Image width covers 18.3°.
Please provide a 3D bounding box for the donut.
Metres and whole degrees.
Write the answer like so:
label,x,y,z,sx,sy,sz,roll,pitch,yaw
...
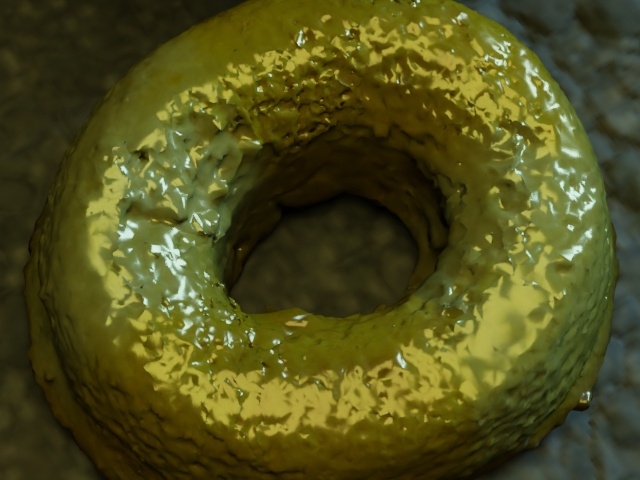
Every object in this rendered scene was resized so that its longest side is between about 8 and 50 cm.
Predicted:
label,x,y,z,sx,sy,sz,roll,pitch,yaw
donut,0.000,0.000,0.569,0.178,0.065,0.162,-32,73,-14
